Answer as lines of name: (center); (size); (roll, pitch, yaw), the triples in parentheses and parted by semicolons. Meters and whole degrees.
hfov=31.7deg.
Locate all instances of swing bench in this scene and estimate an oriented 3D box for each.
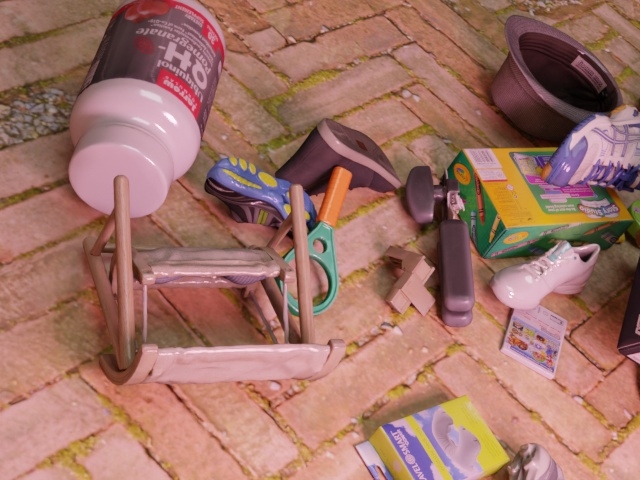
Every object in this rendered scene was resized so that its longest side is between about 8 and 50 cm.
swing bench: (-0.137, 0.070, 1.387); (0.253, 0.165, 0.255); (3, 56, -27)

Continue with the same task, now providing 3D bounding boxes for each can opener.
can opener: (0.182, 0.006, 1.688); (0.093, 0.074, 0.280); (-4, 49, -1)

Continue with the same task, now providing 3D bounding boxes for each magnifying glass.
magnifying glass: (0.000, 0.000, 1.564); (0.092, 0.026, 0.231); (28, 61, -19)

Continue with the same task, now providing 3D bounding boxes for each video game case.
video game case: (0.318, 0.141, 1.674); (0.087, 0.011, 0.122); (30, 44, -2)

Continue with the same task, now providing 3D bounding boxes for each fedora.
fedora: (0.400, -0.266, 2.000); (0.275, 0.124, 0.244); (12, 49, -31)

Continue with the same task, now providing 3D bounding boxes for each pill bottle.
pill bottle: (-0.240, -0.185, 1.543); (0.176, 0.176, 0.318); (20, 45, -11)

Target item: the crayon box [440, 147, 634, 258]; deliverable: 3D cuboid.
crayon box: (0.352, -0.065, 1.825); (0.278, 0.081, 0.165); (-3, 54, -31)

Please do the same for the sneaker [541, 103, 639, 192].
sneaker: (0.473, -0.133, 1.815); (0.296, 0.112, 0.131); (-26, 67, -43)

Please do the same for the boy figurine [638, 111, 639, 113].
boy figurine: (0.676, -0.171, 2.066); (0.285, 0.092, 0.177); (10, 8, -16)

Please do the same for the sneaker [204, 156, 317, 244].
sneaker: (-0.081, -0.052, 1.588); (0.188, 0.078, 0.067); (31, 53, -23)

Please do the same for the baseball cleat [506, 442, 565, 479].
baseball cleat: (0.266, 0.355, 1.413); (0.109, 0.072, 0.206); (42, 54, -18)

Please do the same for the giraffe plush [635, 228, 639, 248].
giraffe plush: (0.569, 0.090, 1.776); (0.170, 0.181, 0.210); (-50, 118, -36)

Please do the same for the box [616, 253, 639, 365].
box: (0.631, 0.109, 1.635); (0.395, 0.097, 0.318); (31, 63, -18)

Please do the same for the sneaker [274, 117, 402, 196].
sneaker: (0.026, -0.104, 1.696); (0.222, 0.118, 0.083); (25, 32, -51)

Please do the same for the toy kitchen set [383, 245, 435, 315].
toy kitchen set: (0.119, 0.066, 1.626); (0.083, 0.075, 0.068); (-53, 128, -15)

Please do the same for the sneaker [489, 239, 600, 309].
sneaker: (0.343, 0.041, 1.708); (0.212, 0.094, 0.080); (-12, 53, -41)

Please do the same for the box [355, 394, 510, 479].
box: (0.145, 0.271, 1.442); (0.178, 0.042, 0.109); (-13, 59, -37)

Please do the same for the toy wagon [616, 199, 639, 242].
toy wagon: (0.655, -0.015, 1.956); (0.344, 0.068, 0.267); (8, 48, -22)
